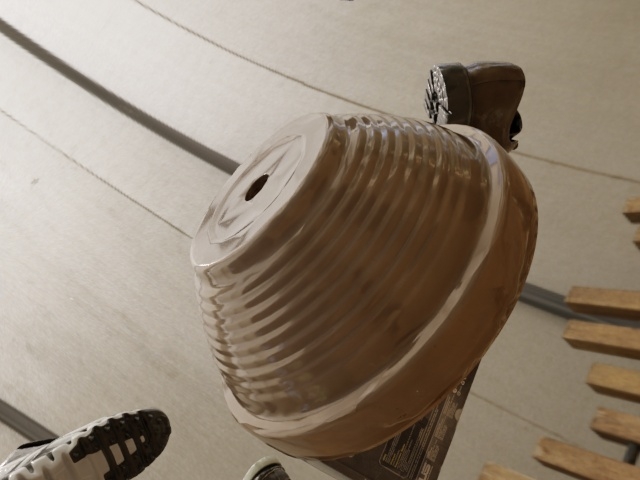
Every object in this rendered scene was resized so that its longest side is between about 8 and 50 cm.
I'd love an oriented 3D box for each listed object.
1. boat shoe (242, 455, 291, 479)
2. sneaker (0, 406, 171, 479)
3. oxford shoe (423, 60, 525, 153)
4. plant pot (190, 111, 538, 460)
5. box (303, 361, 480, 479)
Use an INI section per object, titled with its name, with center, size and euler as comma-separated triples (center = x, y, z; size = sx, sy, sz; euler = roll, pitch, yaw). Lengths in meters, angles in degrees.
[boat shoe]
center = -0.109, 0.445, 0.972
size = 0.081, 0.068, 0.228
euler = 8, -69, -46
[sneaker]
center = -0.280, 0.243, 0.685
size = 0.234, 0.106, 0.078
euler = -25, -73, -37
[oxford shoe]
center = 0.147, -0.087, 0.613
size = 0.096, 0.227, 0.083
euler = -11, -111, -4
[plant pot]
center = 0.000, 0.000, 0.387
size = 0.110, 0.237, 0.237
euler = 42, -109, -26
[box]
center = 0.068, 0.147, 0.678
size = 0.183, 0.056, 0.231
euler = 32, -114, -13
